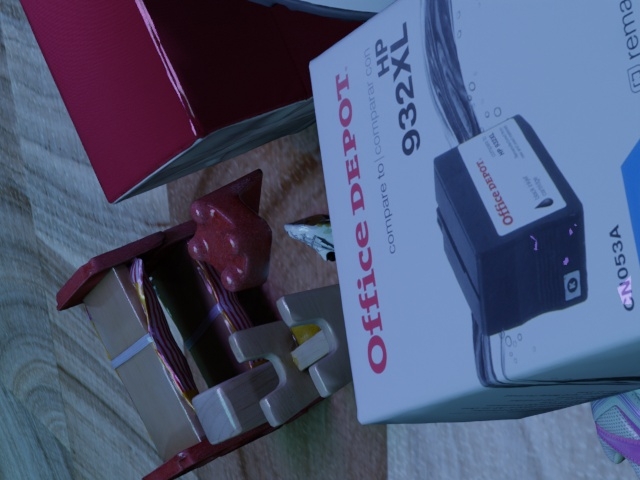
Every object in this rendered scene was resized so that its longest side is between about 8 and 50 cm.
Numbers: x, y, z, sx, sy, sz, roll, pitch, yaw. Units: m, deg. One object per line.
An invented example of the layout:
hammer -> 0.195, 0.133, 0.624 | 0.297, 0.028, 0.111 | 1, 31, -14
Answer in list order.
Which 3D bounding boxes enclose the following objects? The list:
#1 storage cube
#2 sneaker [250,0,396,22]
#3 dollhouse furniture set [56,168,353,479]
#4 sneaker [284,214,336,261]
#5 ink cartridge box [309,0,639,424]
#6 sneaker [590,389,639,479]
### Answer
storage cube -> -0.085, -0.162, 1.048 | 0.215, 0.183, 0.193 | -24, 90, 60
sneaker -> -0.061, -0.314, 0.824 | 0.447, 0.169, 0.257 | 32, 140, 11
dollhouse furniture set -> -0.062, 0.055, 1.197 | 0.201, 0.152, 0.374 | 63, 146, 7
sneaker -> 0.000, 0.000, 1.172 | 0.083, 0.032, 0.037 | 5, 114, 58
ink cartridge box -> 0.135, -0.041, 0.742 | 0.307, 0.129, 0.223 | -27, 66, 54
sneaker -> 0.242, 0.114, 0.806 | 0.252, 0.103, 0.111 | 36, 140, 54
